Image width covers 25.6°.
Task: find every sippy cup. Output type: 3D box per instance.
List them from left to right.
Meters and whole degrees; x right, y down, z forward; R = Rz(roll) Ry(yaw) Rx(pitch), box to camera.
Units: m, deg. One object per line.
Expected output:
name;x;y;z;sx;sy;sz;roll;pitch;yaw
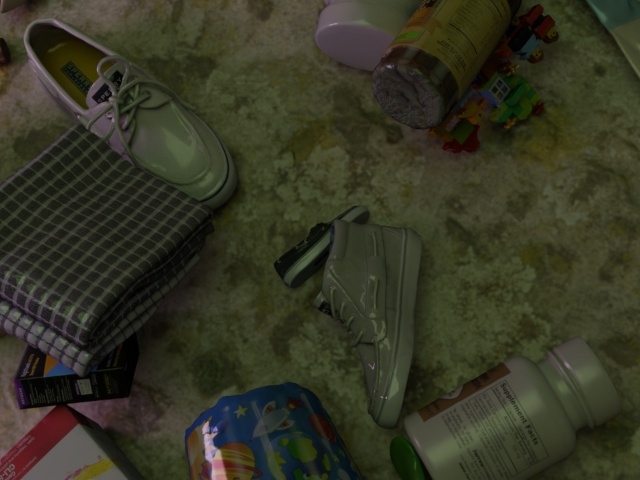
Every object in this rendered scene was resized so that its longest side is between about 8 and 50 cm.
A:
sippy cup;-0.049;0.293;1.600;0.240;0.305;0.224;-39;56;28

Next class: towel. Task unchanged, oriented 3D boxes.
towel;-0.289;0.002;1.708;0.235;0.121;0.284;27;47;16

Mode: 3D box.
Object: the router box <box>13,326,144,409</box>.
router box;-0.293;0.142;1.733;0.133;0.179;0.046;-7;111;2

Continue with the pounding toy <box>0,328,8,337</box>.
pounding toy;-0.392;0.052;1.826;0.130;0.100;0.141;-26;66;2

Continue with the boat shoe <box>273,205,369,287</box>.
boat shoe;0.000;0.000;1.794;0.142;0.049;0.040;-42;67;-3

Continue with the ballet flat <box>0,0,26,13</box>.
ballet flat;-0.393;-0.429;2.025;0.086;0.086;0.248;10;71;15

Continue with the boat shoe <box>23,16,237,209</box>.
boat shoe;-0.262;-0.182;1.857;0.136;0.156;0.367;-44;67;-6

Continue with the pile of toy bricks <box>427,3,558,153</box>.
pile of toy bricks;0.240;-0.195;1.801;0.105;0.118;0.212;45;69;-16

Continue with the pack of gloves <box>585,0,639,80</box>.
pack of gloves;0.440;-0.318;1.836;0.195;0.046;0.232;-25;69;-11

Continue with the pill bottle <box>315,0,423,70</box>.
pill bottle;0.086;-0.375;1.855;0.162;0.162;0.278;8;72;15

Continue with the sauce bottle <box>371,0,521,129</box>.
sauce bottle;0.184;-0.286;1.773;0.111;0.111;0.344;22;54;19

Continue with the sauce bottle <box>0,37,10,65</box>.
sauce bottle;-0.505;-0.254;1.997;0.128;0.042;0.042;-15;67;4

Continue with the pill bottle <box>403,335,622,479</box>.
pill bottle;0.222;0.208;1.623;0.229;0.131;0.131;-29;67;0

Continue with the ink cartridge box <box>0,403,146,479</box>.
ink cartridge box;-0.281;0.309;1.691;0.127;0.128;0.176;-44;67;-6

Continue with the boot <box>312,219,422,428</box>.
boot;0.048;0.097;1.709;0.123;0.095;0.258;10;62;-6
